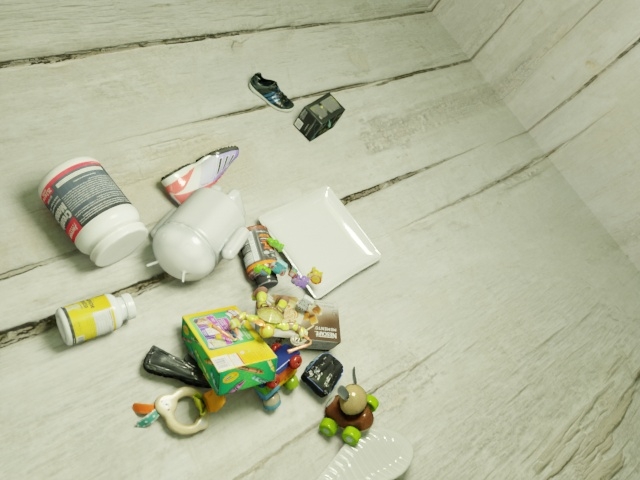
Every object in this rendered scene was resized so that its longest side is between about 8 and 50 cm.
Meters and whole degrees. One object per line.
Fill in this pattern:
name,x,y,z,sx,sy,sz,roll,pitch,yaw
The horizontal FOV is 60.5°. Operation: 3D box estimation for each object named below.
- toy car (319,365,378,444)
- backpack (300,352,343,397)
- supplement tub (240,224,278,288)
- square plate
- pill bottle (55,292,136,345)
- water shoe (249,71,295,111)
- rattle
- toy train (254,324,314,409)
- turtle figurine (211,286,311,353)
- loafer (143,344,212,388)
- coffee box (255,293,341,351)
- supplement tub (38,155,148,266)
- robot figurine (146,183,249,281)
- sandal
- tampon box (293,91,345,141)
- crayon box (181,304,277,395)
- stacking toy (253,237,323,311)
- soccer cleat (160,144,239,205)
toy car,0.077,0.459,1.584,0.149,0.188,0.155,11,38,27
backpack,0.005,0.404,1.665,0.105,0.084,0.114,43,56,0
supplement tub,-0.194,0.056,1.758,0.106,0.106,0.197,-6,65,-31
square plate,0.000,0.000,1.931,0.347,0.049,0.344,-29,77,-37
pill bottle,-0.592,0.201,1.455,0.184,0.103,0.103,-18,71,-35
water shoe,-0.186,-0.581,2.162,0.203,0.080,0.072,29,53,-10
rattle,-0.368,0.434,1.418,0.200,0.143,0.130,18,73,-26
toy train,-0.089,0.369,1.593,0.105,0.143,0.248,21,44,40
turtle figurine,-0.155,0.206,1.519,0.270,0.087,0.217,9,22,-7
loafer,-0.369,0.348,1.504,0.223,0.076,0.078,21,62,-11
coffee box,-0.070,0.257,1.704,0.247,0.098,0.141,11,57,-22
supplement tub,-0.637,-0.083,1.546,0.191,0.191,0.272,-34,80,-38
robot figurine,-0.361,-0.020,1.650,0.300,0.199,0.353,13,47,25
sandal,0.103,0.661,1.553,0.417,0.102,0.169,-15,45,-45
tampon box,-0.004,-0.490,2.179,0.101,0.120,0.161,47,51,4
crayon box,-0.256,0.291,1.503,0.166,0.081,0.278,-8,29,-31
stacking toy,-0.097,0.104,1.692,0.221,0.052,0.167,36,31,-10
soccer cleat,-0.383,-0.223,1.840,0.318,0.109,0.116,-38,106,-41
